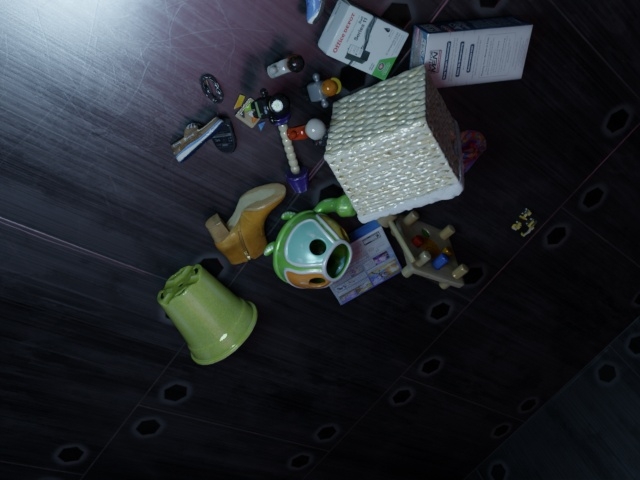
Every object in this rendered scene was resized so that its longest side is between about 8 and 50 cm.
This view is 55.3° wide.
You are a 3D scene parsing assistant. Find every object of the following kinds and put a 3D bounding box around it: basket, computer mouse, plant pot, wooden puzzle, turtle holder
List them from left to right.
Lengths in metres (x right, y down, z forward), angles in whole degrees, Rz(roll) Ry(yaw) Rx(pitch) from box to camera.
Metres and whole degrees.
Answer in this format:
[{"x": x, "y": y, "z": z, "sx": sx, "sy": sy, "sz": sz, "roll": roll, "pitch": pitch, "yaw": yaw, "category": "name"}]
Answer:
[{"x": -0.391, "y": 0.224, "z": 2.026, "sx": 0.276, "sy": 0.276, "sz": 0.254, "roll": -33, "pitch": 118, "yaw": 4, "category": "plant pot"}, {"x": -0.293, "y": -0.363, "z": 1.766, "sx": 0.071, "sy": 0.041, "sz": 0.242, "roll": -3, "pitch": 124, "yaw": 11, "category": "computer mouse"}, {"x": -0.205, "y": -0.375, "z": 1.801, "sx": 0.116, "sy": 0.014, "sz": 0.078, "roll": 25, "pitch": 113, "yaw": -34, "category": "wooden puzzle"}, {"x": 0.001, "y": 0.018, "z": 2.007, "sx": 0.320, "sy": 0.227, "sz": 0.243, "roll": -40, "pitch": 128, "yaw": -29, "category": "turtle holder"}, {"x": 0.219, "y": -0.281, "z": 1.777, "sx": 0.331, "sy": 0.328, "sz": 0.266, "roll": -16, "pitch": 131, "yaw": 24, "category": "basket"}]

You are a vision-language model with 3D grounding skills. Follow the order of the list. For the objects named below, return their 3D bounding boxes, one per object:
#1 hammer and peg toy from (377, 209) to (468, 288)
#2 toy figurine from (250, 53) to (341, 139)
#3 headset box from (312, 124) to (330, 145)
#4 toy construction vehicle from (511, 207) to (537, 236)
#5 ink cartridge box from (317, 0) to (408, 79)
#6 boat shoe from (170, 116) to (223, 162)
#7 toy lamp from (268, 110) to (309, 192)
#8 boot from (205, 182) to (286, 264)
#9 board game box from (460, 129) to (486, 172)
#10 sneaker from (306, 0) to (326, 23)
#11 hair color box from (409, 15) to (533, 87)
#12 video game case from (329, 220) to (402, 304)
[{"x": 0.342, "y": 0.028, "z": 2.147, "sx": 0.361, "sy": 0.266, "sz": 0.127, "roll": 17, "pitch": 135, "yaw": -31, "category": "hammer and peg toy"}, {"x": -0.064, "y": -0.398, "z": 1.706, "sx": 0.213, "sy": 0.148, "sz": 0.209, "roll": 30, "pitch": 75, "yaw": -32, "category": "toy figurine"}, {"x": 0.023, "y": -0.329, "z": 1.910, "sx": 0.083, "sy": 0.032, "sz": 0.062, "roll": -2, "pitch": 125, "yaw": -21, "category": "headset box"}, {"x": 0.807, "y": -0.068, "z": 2.400, "sx": 0.086, "sy": 0.035, "sz": 0.098, "roll": 27, "pitch": 111, "yaw": -34, "category": "toy construction vehicle"}, {"x": 0.120, "y": -0.571, "z": 1.738, "sx": 0.208, "sy": 0.087, "sz": 0.153, "roll": 15, "pitch": 117, "yaw": -28, "category": "ink cartridge box"}, {"x": -0.360, "y": -0.302, "z": 1.751, "sx": 0.183, "sy": 0.066, "sz": 0.066, "roll": -37, "pitch": 94, "yaw": 16, "category": "boat shoe"}, {"x": -0.090, "y": -0.267, "z": 1.882, "sx": 0.080, "sy": 0.080, "sz": 0.274, "roll": -21, "pitch": 130, "yaw": -6, "category": "toy lamp"}, {"x": -0.209, "y": -0.049, "z": 1.992, "sx": 0.295, "sy": 0.104, "sz": 0.211, "roll": -28, "pitch": 135, "yaw": 4, "category": "boot"}, {"x": 0.504, "y": -0.299, "z": 2.117, "sx": 0.133, "sy": 0.033, "sz": 0.168, "roll": 23, "pitch": 113, "yaw": -33, "category": "board game box"}, {"x": -0.021, "y": -0.685, "z": 1.616, "sx": 0.081, "sy": 0.080, "sz": 0.211, "roll": 1, "pitch": 114, "yaw": -14, "category": "sneaker"}, {"x": 0.450, "y": -0.571, "z": 1.853, "sx": 0.347, "sy": 0.105, "sz": 0.173, "roll": -10, "pitch": 127, "yaw": -15, "category": "hair color box"}, {"x": 0.138, "y": 0.082, "z": 2.232, "sx": 0.270, "sy": 0.061, "sz": 0.244, "roll": -29, "pitch": 128, "yaw": 1, "category": "video game case"}]
